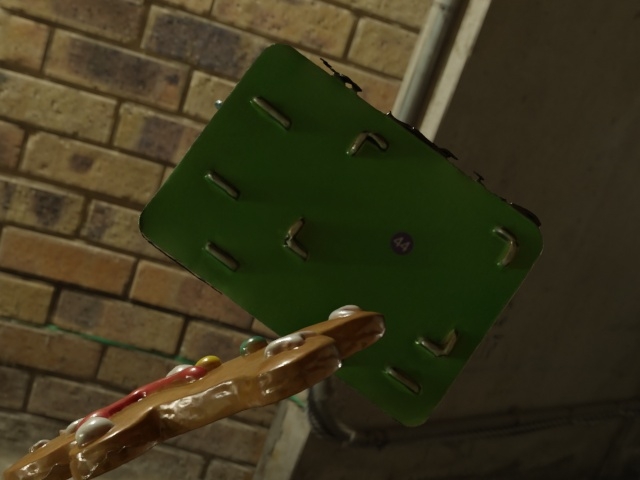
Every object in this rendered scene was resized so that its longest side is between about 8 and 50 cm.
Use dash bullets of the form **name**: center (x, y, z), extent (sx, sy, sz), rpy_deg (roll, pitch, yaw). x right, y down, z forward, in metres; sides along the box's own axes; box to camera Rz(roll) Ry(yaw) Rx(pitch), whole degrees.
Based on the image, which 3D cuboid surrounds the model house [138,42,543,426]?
- **model house**: center (0.000, 0.000, 1.037), extent (0.357, 0.242, 0.313), rpy_deg (34, -9, -2)

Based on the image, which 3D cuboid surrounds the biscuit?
- **biscuit**: center (-0.120, 0.130, 0.777), extent (0.339, 0.047, 0.216), rpy_deg (-24, -3, 22)
